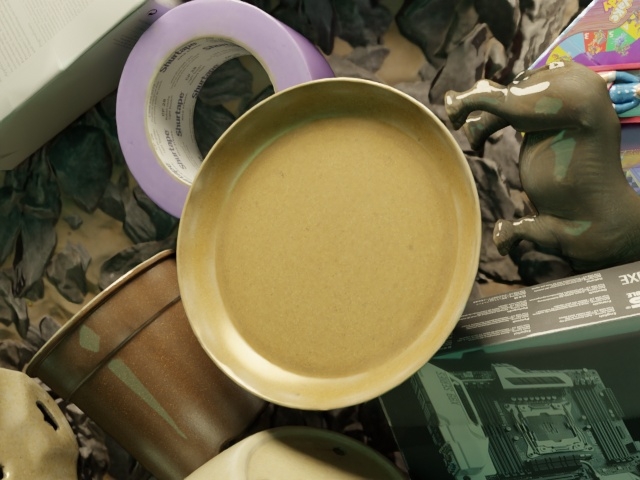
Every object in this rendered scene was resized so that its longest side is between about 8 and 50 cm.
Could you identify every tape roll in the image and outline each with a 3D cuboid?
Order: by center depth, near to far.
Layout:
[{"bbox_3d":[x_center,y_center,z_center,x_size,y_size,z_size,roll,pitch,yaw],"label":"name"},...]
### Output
[{"bbox_3d":[-0.080,-0.109,0.550,0.189,0.080,0.188,2,96,19],"label":"tape roll"}]

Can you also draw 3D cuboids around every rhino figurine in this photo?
[{"bbox_3d":[0.186,-0.018,0.465,0.106,0.073,0.243,-18,105,26],"label":"rhino figurine"}]

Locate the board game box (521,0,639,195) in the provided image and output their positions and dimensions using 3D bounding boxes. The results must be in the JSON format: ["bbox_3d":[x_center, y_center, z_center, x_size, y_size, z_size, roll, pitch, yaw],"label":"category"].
[{"bbox_3d":[0.233,-0.116,0.465,0.133,0.033,0.168,46,108,9],"label":"board game box"}]

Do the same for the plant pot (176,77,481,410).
[{"bbox_3d":[0.000,0.000,0.448,0.236,0.032,0.236,-5,79,25],"label":"plant pot"}]

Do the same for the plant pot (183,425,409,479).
[{"bbox_3d":[-0.018,0.249,0.437,0.284,0.284,0.190,20,104,16],"label":"plant pot"}]

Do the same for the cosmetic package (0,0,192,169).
[{"bbox_3d":[-0.326,-0.300,0.605,0.284,0.097,0.377,-29,86,18],"label":"cosmetic package"}]

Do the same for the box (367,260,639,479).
[{"bbox_3d":[0.220,0.143,0.444,0.308,0.076,0.242,-15,108,20],"label":"box"}]

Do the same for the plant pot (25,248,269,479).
[{"bbox_3d":[-0.142,0.123,0.565,0.167,0.167,0.165,-43,91,19],"label":"plant pot"}]

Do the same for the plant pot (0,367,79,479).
[{"bbox_3d":[-0.428,0.279,0.615,0.306,0.334,0.333,-25,88,8],"label":"plant pot"}]
